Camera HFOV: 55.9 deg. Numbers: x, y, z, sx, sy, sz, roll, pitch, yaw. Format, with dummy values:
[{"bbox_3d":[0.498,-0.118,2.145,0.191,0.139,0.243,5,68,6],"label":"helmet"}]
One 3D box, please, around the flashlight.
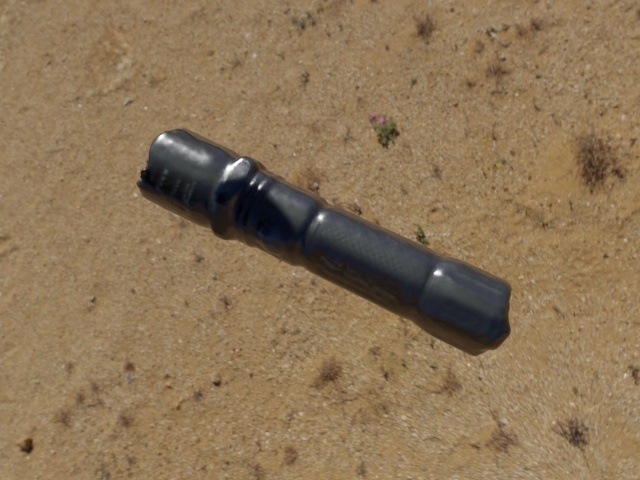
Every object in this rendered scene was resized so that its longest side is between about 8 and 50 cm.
[{"bbox_3d":[0.000,0.000,0.646,0.424,0.103,0.103,26,81,12],"label":"flashlight"}]
